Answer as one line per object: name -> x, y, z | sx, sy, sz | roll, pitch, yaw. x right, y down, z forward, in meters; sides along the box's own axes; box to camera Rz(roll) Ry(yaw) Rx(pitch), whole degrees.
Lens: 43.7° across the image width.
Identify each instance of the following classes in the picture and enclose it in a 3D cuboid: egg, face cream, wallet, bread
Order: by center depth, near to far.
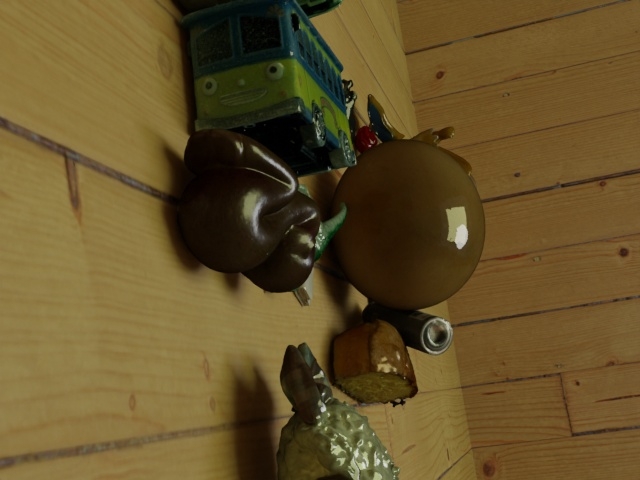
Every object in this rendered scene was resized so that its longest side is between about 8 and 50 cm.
wallet -> -0.027, 0.043, 1.311 | 0.061, 0.025, 0.122 | 71, 15, -52
bread -> 0.099, 0.217, 1.466 | 0.260, 0.129, 0.134 | 56, 26, -61
egg -> 0.167, -0.040, 1.560 | 0.301, 0.301, 0.374 | 63, 19, -48
face cream -> 0.160, 0.168, 1.590 | 0.283, 0.073, 0.073 | 9, -66, 67

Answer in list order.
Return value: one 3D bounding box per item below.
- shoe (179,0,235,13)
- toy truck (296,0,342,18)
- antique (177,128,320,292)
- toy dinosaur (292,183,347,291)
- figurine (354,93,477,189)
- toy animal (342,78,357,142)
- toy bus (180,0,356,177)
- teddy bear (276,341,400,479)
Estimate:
shoe -> -0.124, -0.397, 1.075 | 0.342, 0.132, 0.210 | 32, 44, -76
toy truck -> -0.059, -0.500, 1.304 | 0.156, 0.155, 0.278 | -64, 136, -72
antique -> -0.080, -0.015, 0.961 | 0.257, 0.121, 0.143 | 47, 42, -63
toy dinosaur -> -0.014, -0.046, 1.275 | 0.383, 0.076, 0.129 | -49, 126, -56
figurine -> 0.252, -0.186, 2.083 | 0.387, 0.268, 0.401 | 8, 67, -72
toy animal -> 0.029, -0.252, 1.612 | 0.225, 0.094, 0.121 | -94, 177, -62
toy bus -> -0.060, -0.195, 1.104 | 0.312, 0.152, 0.190 | 23, 59, -74
teddy bear -> -0.011, 0.382, 0.968 | 0.362, 0.375, 0.327 | 39, 5, 17
